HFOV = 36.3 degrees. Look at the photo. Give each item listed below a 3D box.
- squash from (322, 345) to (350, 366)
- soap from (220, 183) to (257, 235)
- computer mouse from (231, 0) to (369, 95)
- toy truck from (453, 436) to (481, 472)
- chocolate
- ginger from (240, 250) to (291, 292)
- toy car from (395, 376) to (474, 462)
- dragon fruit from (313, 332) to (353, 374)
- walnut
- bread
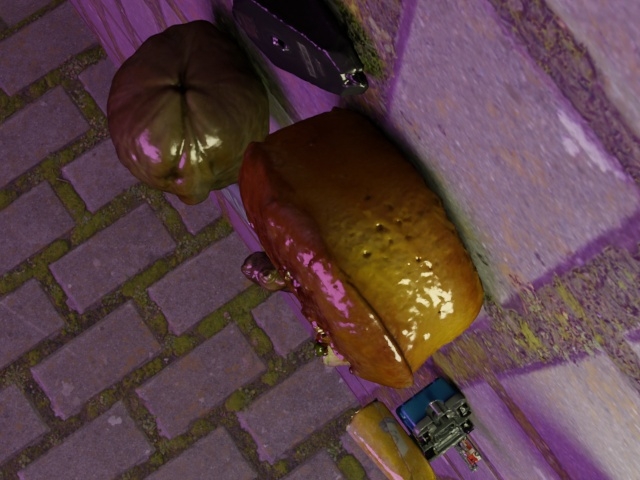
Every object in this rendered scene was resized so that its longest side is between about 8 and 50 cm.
[{"bbox_3d":[0.039,0.099,1.613,0.170,0.093,0.252,-8,130,30],"label":"squash"},{"bbox_3d":[-0.136,-0.098,1.909,0.265,0.088,0.159,47,169,46],"label":"soap"},{"bbox_3d":[-0.012,-0.189,0.888,0.172,0.057,0.099,37,162,30],"label":"computer mouse"},{"bbox_3d":[0.259,0.374,1.750,0.083,0.032,0.024,52,168,10],"label":"toy truck"},{"bbox_3d":[0.134,0.353,1.544,0.219,0.086,0.085,46,169,33],"label":"chocolate"},{"bbox_3d":[-0.060,0.070,1.966,0.166,0.080,0.333,31,-173,22],"label":"ginger"},{"bbox_3d":[0.179,0.282,1.581,0.100,0.097,0.191,50,171,30],"label":"toy car"},{"bbox_3d":[0.056,0.219,2.092,0.138,0.175,0.142,-178,83,-68],"label":"dragon fruit"},{"bbox_3d":[-0.183,-0.179,1.360,0.283,0.228,0.282,-178,90,-86],"label":"walnut"},{"bbox_3d":[0.040,0.011,1.026,0.312,0.172,0.312,57,177,5],"label":"bread"}]
